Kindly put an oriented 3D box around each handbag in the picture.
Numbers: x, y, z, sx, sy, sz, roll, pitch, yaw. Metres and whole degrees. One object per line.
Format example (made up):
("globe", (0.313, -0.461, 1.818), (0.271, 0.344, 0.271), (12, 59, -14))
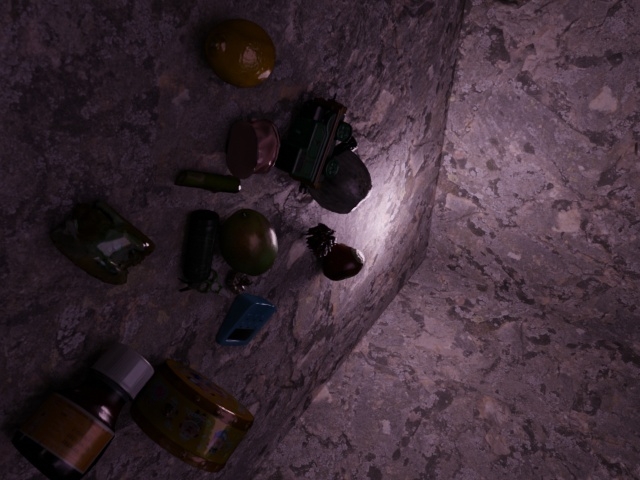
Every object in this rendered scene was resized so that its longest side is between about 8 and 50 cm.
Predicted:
("handbag", (-0.231, -0.313, 1.567), (0.116, 0.179, 0.205), (-11, 121, -49))

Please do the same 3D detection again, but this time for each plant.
("plant", (-0.319, 0.174, 1.896), (0.104, 0.122, 0.116), (-55, 146, -40))

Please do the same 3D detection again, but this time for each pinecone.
("pinecone", (0.000, 0.000, 2.243), (0.173, 0.174, 0.173), (-41, 145, -37))

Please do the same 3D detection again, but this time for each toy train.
("toy train", (-0.037, -0.395, 1.848), (0.249, 0.178, 0.429), (3, 111, -49))

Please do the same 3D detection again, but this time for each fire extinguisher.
("fire extinguisher", (-0.433, 0.049, 1.620), (0.114, 0.095, 0.311), (7, 113, -14))

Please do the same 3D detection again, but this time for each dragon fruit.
("dragon fruit", (0.104, -0.243, 2.071), (0.283, 0.221, 0.204), (-46, 176, 12))

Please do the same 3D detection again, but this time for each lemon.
("lemon", (-0.233, -0.548, 1.345), (0.257, 0.188, 0.188), (-20, 130, -56))

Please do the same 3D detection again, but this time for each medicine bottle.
("medicine bottle", (-0.703, 0.516, 1.412), (0.242, 0.243, 0.395), (88, 27, -43))

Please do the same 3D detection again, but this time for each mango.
("mango", (-0.269, 0.028, 1.773), (0.382, 0.201, 0.225), (83, 18, -61))

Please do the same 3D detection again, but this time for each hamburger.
("hamburger", (-0.574, 0.021, 1.259), (0.167, 0.192, 0.288), (-47, 149, -10))

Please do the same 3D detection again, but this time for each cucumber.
("cucumber", (0.066, -0.397, 2.119), (0.300, 0.072, 0.072), (-38, 143, -36))

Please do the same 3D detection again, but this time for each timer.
("timer", (-0.334, 0.374, 2.073), (0.250, 0.091, 0.232), (-61, 153, 3))

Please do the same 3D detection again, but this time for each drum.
("drum", (-0.473, 0.643, 1.711), (0.214, 0.431, 0.431), (-55, 152, -13))

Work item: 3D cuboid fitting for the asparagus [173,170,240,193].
("asparagus", (-0.374, -0.198, 1.544), (0.067, 0.060, 0.278), (-51, 157, 19))

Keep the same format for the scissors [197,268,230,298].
("scissors", (-0.416, 0.191, 1.833), (0.101, 0.027, 0.204), (-55, 150, -14))

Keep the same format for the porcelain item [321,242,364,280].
("porcelain item", (0.110, 0.098, 2.515), (0.253, 0.253, 0.253), (-41, 145, -37))
